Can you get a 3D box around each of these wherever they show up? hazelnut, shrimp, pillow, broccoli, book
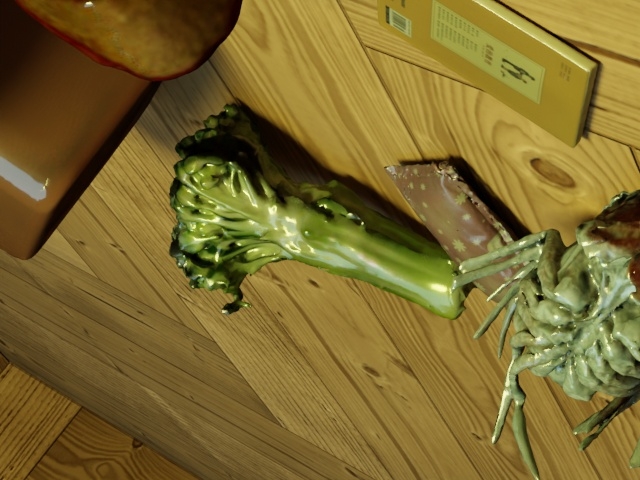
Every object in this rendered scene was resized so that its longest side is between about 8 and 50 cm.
[{"bbox_3d":[-0.143,-0.216,1.278,0.181,0.181,0.212,20,140,45],"label":"hazelnut"},{"bbox_3d":[0.207,0.056,1.363,0.221,0.166,0.410,36,152,8],"label":"shrimp"},{"bbox_3d":[0.131,0.001,1.548,0.185,0.043,0.118,44,165,-19],"label":"pillow"},{"bbox_3d":[0.003,-0.006,1.686,0.304,0.145,0.164,22,121,18],"label":"broccoli"},{"bbox_3d":[0.110,-0.135,1.270,0.172,0.012,0.118,34,164,14],"label":"book"}]

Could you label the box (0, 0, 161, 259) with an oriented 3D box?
[{"bbox_3d":[-0.284,-0.149,1.679,0.229,0.239,0.339,36,164,-5],"label":"box"}]
